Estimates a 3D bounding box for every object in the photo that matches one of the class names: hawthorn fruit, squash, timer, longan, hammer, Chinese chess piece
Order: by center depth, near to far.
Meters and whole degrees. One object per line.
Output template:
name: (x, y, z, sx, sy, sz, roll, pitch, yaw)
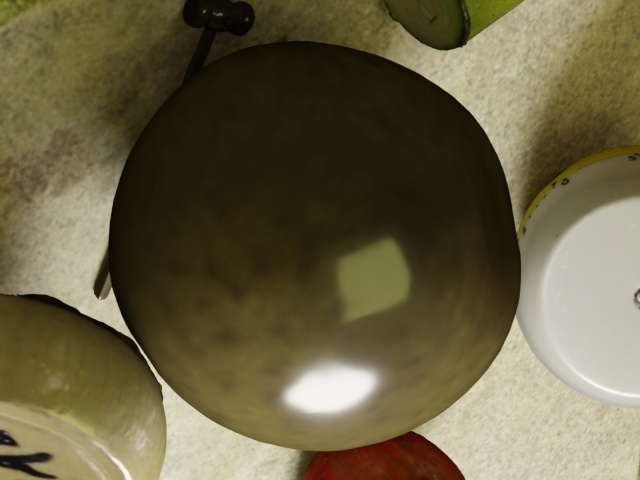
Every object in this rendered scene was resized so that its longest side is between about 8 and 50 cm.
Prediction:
Chinese chess piece: (-0.250, 0.150, 1.403, 0.257, 0.104, 0.257, 6, 140, 5)
longan: (0.000, 0.000, 1.436, 0.361, 0.361, 0.361, -21, 131, -26)
hammer: (-0.135, -0.074, 1.490, 0.058, 0.029, 0.292, 7, 116, -39)
squash: (0.148, -0.257, 1.520, 0.187, 0.123, 0.123, -37, 136, -17)
hawthorn fruit: (0.077, 0.288, 1.791, 0.179, 0.200, 0.179, -26, 133, -31)
timer: (0.324, 0.023, 1.803, 0.285, 0.285, 0.285, -21, 131, -26)
